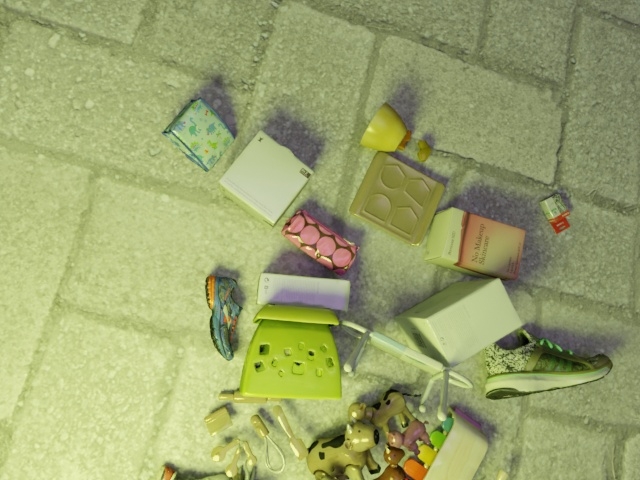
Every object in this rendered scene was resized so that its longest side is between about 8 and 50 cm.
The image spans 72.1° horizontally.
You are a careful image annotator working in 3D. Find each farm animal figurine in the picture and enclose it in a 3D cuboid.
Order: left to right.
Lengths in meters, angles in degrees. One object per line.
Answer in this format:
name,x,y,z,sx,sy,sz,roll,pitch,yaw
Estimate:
farm animal figurine,0.094,0.500,1.079,0.326,0.330,0.172,-32,92,15

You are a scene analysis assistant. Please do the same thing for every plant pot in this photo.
plant pot,-0.073,0.269,1.075,0.226,0.228,0.207,6,75,-10
plant pot,0.187,-0.304,1.235,0.095,0.134,0.134,32,78,5

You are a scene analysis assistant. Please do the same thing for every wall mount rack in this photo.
wall mount rack,0.178,0.302,1.013,0.349,0.304,0.131,23,72,12

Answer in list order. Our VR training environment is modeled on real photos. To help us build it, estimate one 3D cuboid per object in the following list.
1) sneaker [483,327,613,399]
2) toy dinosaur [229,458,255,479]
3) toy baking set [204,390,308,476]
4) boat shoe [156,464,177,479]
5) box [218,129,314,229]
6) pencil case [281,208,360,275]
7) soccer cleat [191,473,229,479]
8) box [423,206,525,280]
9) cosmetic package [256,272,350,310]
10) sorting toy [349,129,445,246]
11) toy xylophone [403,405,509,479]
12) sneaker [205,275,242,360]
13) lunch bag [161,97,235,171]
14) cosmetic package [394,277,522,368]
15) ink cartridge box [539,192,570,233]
sneaker,0.640,0.332,1.253,0.409,0.158,0.182,-3,66,-16
toy dinosaur,-0.139,0.711,1.052,0.160,0.121,0.314,-40,88,-7
toy baking set,-0.161,0.477,1.100,0.255,0.030,0.197,-1,70,-7
boat shoe,-0.397,0.610,1.050,0.043,0.049,0.137,30,76,-3
box,-0.144,-0.157,1.166,0.181,0.119,0.182,37,77,-4
pencil case,0.000,0.000,1.189,0.209,0.095,0.098,33,113,-7
soccer cleat,-0.310,0.595,1.038,0.196,0.068,0.076,-12,92,-31
box,0.436,0.015,1.252,0.232,0.127,0.149,16,80,-9
cosmetic package,-0.048,0.136,1.148,0.230,0.117,0.086,7,82,-9
sorting toy,0.243,-0.162,1.287,0.228,0.041,0.308,26,78,-2
toy xylophone,0.350,0.631,1.175,0.236,0.081,0.323,44,77,-3
sneaker,-0.239,0.195,1.123,0.087,0.083,0.222,-6,87,-20
lunch bag,-0.315,-0.277,1.164,0.151,0.096,0.129,44,75,-33
cosmetic package,0.353,0.211,1.159,0.224,0.224,0.138,-27,88,-13
ink cartridge box,0.741,-0.084,1.374,0.062,0.029,0.115,-26,88,-14
